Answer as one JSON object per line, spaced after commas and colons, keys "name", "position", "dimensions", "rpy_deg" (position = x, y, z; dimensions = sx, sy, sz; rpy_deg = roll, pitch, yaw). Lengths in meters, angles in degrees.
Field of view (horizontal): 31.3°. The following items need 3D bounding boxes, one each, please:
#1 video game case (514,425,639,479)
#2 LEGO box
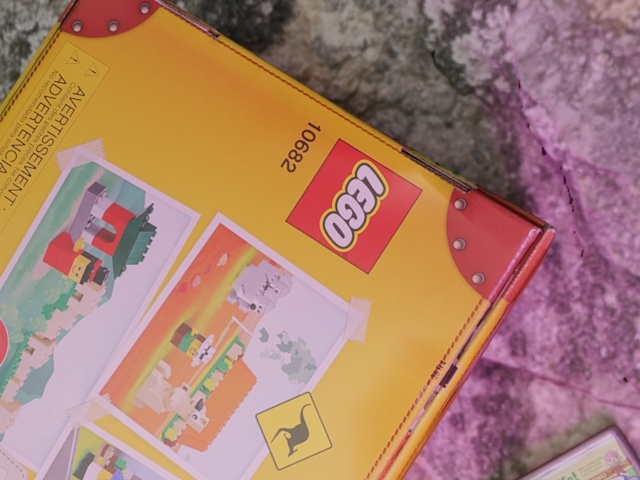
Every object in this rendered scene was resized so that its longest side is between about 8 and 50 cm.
{"name": "video game case", "position": [0.199, 0.282, 0.917], "dimensions": [0.212, 0.023, 0.193], "rpy_deg": [-35, 81, 21]}
{"name": "LEGO box", "position": [-0.122, 0.113, 0.840], "dimensions": [0.372, 0.193, 0.500], "rpy_deg": [33, 88, 11]}
